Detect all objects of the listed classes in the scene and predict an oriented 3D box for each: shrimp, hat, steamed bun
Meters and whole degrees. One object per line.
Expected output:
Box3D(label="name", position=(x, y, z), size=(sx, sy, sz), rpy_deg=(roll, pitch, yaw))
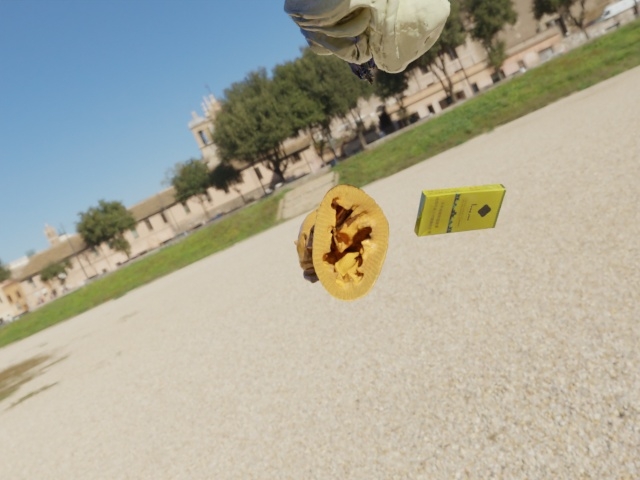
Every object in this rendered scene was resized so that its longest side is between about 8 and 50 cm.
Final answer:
Box3D(label="shrimp", position=(0.106, -0.441, 1.449), size=(0.101, 0.190, 0.042), rpy_deg=(-10, -34, 6))
Box3D(label="hat", position=(0.000, 0.000, 1.411), size=(0.233, 0.244, 0.233), rpy_deg=(-48, 26, -25))
Box3D(label="steamed bun", position=(0.067, -0.483, 1.242), size=(0.247, 0.339, 0.352), rpy_deg=(-51, -39, 12))

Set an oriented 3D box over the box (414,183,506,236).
Box3D(label="box", position=(0.434, -0.094, 1.898), size=(0.278, 0.153, 0.041), rpy_deg=(-7, 37, -16))
